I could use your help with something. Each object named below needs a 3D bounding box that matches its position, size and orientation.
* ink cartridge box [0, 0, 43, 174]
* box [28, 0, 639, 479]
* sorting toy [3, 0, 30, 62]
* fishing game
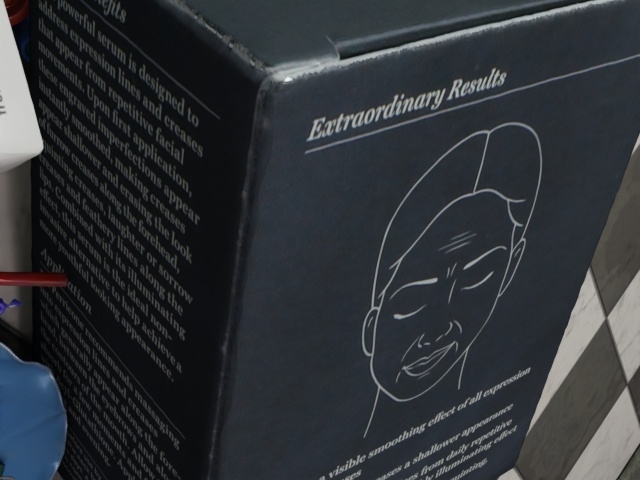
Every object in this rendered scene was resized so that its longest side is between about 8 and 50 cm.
[{"bbox_3d":[-0.270,-0.037,0.333,0.278,0.201,0.117,-17,91,-46],"label":"ink cartridge box"},{"bbox_3d":[0.000,0.000,0.633,0.293,0.212,0.396,-19,135,-35],"label":"box"},{"bbox_3d":[-0.180,-0.117,0.560,0.061,0.042,0.102,8,120,-37],"label":"sorting toy"},{"bbox_3d":[-0.238,0.127,0.596,0.189,0.041,0.264,4,122,-28],"label":"fishing game"}]
